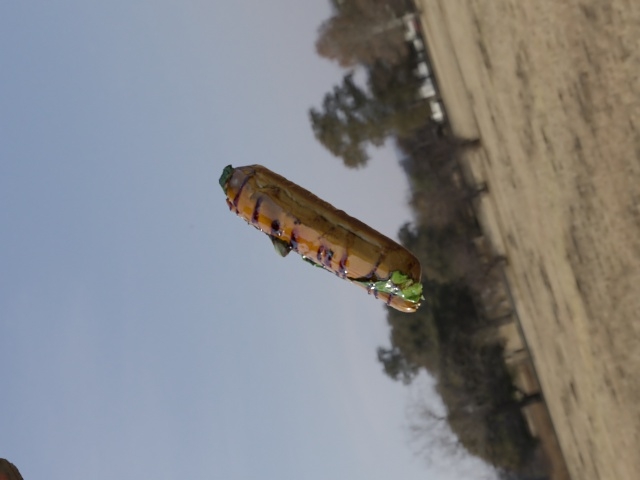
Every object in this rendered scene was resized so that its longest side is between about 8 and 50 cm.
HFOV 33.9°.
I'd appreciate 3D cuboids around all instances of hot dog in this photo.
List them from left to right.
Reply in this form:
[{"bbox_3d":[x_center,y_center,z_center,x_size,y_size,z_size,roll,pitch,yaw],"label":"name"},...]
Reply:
[{"bbox_3d":[0.000,0.000,0.537,0.122,0.037,0.049,31,175,9],"label":"hot dog"}]

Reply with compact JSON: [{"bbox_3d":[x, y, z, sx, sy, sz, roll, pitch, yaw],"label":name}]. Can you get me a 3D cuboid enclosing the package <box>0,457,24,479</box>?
[{"bbox_3d":[-0.229,0.204,0.475,0.269,0.071,0.194,-12,-127,-42],"label":"package"}]
